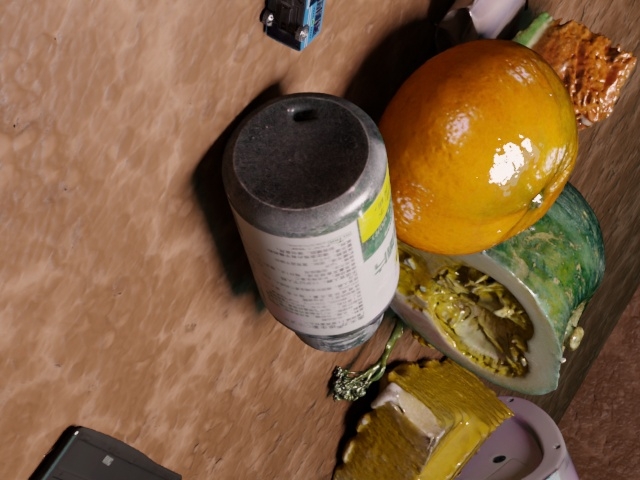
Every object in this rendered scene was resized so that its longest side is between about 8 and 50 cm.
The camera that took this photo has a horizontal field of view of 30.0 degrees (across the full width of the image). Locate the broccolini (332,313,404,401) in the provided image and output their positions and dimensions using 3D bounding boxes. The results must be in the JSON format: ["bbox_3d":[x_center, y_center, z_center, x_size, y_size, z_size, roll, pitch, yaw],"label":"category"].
[{"bbox_3d":[0.081,0.135,1.564,0.194,0.052,0.054,-53,161,-13],"label":"broccolini"}]

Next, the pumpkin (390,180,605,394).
[{"bbox_3d":[0.213,0.016,1.432,0.197,0.263,0.293,-54,155,-27],"label":"pumpkin"}]

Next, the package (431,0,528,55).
[{"bbox_3d":[0.194,-0.264,1.296,0.204,0.062,0.251,-49,169,-21],"label":"package"}]

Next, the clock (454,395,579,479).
[{"bbox_3d":[0.245,0.386,1.905,0.338,0.339,0.102,-41,119,-36],"label":"clock"}]

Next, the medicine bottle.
[{"bbox_3d":[0.000,0.000,1.109,0.141,0.141,0.293,-50,156,-20],"label":"medicine bottle"}]

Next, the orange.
[{"bbox_3d":[0.157,-0.087,1.187,0.240,0.171,0.240,-42,156,-23],"label":"orange"}]

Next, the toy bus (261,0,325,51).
[{"bbox_3d":[-0.018,-0.198,0.955,0.046,0.038,0.083,-45,156,-39],"label":"toy bus"}]

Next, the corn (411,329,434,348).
[{"bbox_3d":[0.213,0.008,1.606,0.115,0.115,0.317,-15,132,-59],"label":"corn"}]

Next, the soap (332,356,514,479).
[{"bbox_3d":[0.189,0.234,1.762,0.339,0.169,0.304,-40,162,-38],"label":"soap"}]

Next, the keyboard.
[{"bbox_3d":[-0.215,0.229,1.106,0.103,0.041,0.381,-55,164,-10],"label":"keyboard"}]

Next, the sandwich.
[{"bbox_3d":[0.263,-0.166,1.403,0.184,0.160,0.109,-58,162,-18],"label":"sandwich"}]
